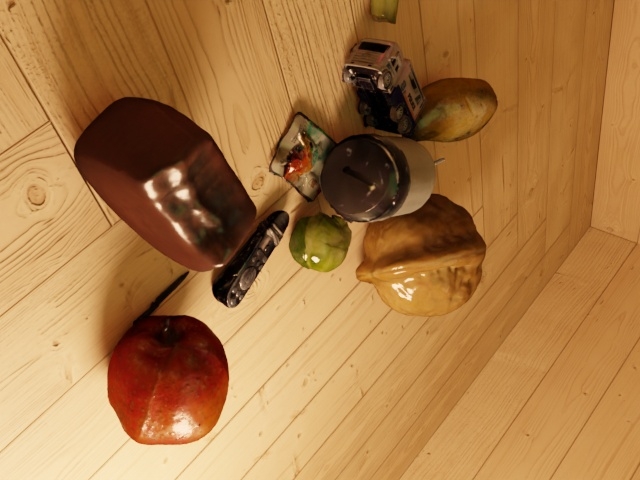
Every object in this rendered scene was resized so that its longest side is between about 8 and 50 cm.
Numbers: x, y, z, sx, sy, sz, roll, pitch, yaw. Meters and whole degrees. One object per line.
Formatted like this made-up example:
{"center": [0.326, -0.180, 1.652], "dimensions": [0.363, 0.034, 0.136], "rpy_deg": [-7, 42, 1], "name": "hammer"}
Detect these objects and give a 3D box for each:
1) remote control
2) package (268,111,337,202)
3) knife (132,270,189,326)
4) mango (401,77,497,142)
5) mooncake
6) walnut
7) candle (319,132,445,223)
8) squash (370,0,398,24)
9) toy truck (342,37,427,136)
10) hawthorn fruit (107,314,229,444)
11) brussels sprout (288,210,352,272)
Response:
{"center": [-0.163, 0.034, 1.626], "dimensions": [0.265, 0.066, 0.090], "rpy_deg": [-57, 159, -17], "name": "remote control"}
{"center": [-0.031, -0.195, 1.664], "dimensions": [0.166, 0.040, 0.232], "rpy_deg": [-62, 147, -4], "name": "package"}
{"center": [-0.339, 0.124, 1.487], "dimensions": [0.170, 0.010, 0.023], "rpy_deg": [-47, 148, -26], "name": "knife"}
{"center": [0.353, -0.370, 1.965], "dimensions": [0.330, 0.176, 0.176], "rpy_deg": [-8, 87, -29], "name": "mango"}
{"center": [-0.255, -0.100, 1.196], "dimensions": [0.326, 0.334, 0.174], "rpy_deg": [45, 67, -12], "name": "mooncake"}
{"center": [0.290, 0.040, 2.004], "dimensions": [0.384, 0.384, 0.383], "rpy_deg": [-31, 134, -39], "name": "walnut"}
{"center": [0.162, -0.160, 1.773], "dimensions": [0.343, 0.221, 0.221], "rpy_deg": [-10, 119, -59], "name": "candle"}
{"center": [0.163, -0.627, 1.609], "dimensions": [0.083, 0.083, 0.250], "rpy_deg": [-22, 130, -45], "name": "squash"}
{"center": [0.164, -0.389, 1.726], "dimensions": [0.155, 0.125, 0.268], "rpy_deg": [-62, 148, -16], "name": "toy truck"}
{"center": [-0.305, 0.261, 1.395], "dimensions": [0.254, 0.254, 0.300], "rpy_deg": [-35, 151, -35], "name": "hawthorn fruit"}
{"center": [-0.001, 0.008, 1.761], "dimensions": [0.183, 0.131, 0.145], "rpy_deg": [22, 71, -55], "name": "brussels sprout"}
